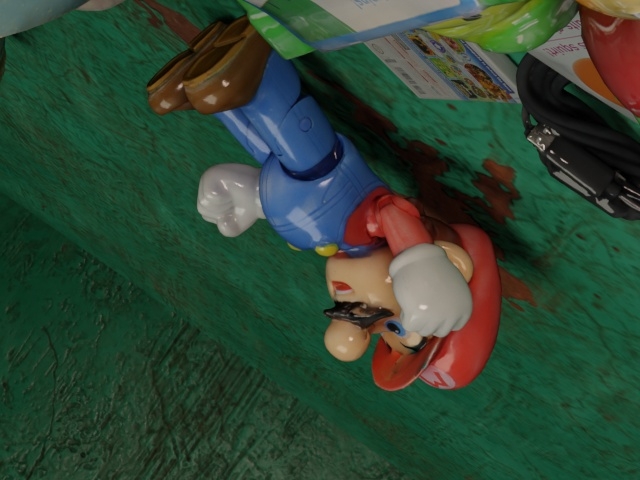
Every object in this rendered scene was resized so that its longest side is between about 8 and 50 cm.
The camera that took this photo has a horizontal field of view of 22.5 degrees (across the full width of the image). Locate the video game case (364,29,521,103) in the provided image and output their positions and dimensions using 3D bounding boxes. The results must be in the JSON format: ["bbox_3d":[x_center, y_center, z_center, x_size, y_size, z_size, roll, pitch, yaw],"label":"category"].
[{"bbox_3d":[0.065,-0.112,0.946,0.087,0.011,0.122,42,167,-26],"label":"video game case"}]

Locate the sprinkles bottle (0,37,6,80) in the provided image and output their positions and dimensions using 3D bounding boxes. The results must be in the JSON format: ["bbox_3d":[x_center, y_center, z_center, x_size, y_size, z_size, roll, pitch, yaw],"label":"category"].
[{"bbox_3d":[-0.345,-0.202,1.457,0.121,0.121,0.355,37,168,-5],"label":"sprinkles bottle"}]

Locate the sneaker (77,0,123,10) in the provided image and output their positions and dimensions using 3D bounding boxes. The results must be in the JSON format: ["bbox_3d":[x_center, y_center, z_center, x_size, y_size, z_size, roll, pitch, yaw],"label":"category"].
[{"bbox_3d":[-0.250,-0.257,1.051,0.302,0.108,0.121,24,165,12],"label":"sneaker"}]

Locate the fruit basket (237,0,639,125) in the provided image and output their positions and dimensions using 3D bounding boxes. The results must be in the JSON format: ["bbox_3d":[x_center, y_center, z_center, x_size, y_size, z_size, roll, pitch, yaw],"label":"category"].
[{"bbox_3d":[0.106,-0.094,0.554,0.353,0.165,0.327,36,168,-19],"label":"fruit basket"}]

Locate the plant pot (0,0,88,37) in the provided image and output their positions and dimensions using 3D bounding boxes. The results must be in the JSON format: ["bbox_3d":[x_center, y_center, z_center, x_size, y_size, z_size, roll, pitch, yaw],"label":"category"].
[{"bbox_3d":[-0.201,-0.241,0.669,0.290,0.290,0.195,32,131,18],"label":"plant pot"}]

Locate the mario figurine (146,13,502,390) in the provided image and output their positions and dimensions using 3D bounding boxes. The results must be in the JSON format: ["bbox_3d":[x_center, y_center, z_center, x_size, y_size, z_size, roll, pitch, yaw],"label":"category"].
[{"bbox_3d":[0.000,0.000,1.157,0.320,0.170,0.198,47,-160,-17],"label":"mario figurine"}]

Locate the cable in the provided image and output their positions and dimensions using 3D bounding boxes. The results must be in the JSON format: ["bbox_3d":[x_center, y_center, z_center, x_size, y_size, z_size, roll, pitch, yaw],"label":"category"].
[{"bbox_3d":[0.184,-0.043,0.830,0.184,0.047,0.150,36,163,8],"label":"cable"}]
